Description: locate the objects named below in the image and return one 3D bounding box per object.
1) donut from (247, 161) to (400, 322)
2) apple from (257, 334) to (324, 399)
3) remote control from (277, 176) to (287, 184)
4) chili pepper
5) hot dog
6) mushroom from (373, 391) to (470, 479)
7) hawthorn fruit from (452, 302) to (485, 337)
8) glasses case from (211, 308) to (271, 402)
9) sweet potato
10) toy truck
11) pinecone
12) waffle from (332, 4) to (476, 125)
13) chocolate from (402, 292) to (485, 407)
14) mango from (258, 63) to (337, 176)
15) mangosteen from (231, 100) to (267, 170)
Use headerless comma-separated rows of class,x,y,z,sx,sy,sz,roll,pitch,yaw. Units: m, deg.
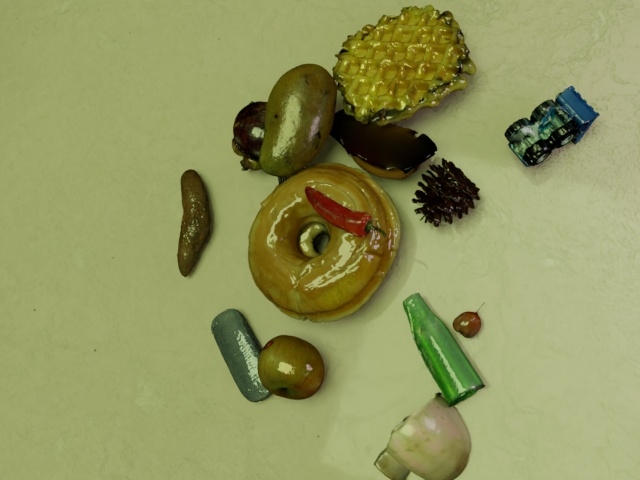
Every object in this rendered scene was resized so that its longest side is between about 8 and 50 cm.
donut,0.000,0.000,1.831,0.449,0.198,0.448,-6,75,22
apple,-0.078,0.336,1.804,0.183,0.182,0.155,-2,49,21
remote control,-0.112,-0.195,1.978,0.034,0.091,0.016,10,49,15
chili pepper,0.054,-0.064,1.683,0.272,0.071,0.063,29,126,28
hot dog,0.175,-0.263,1.871,0.194,0.107,0.326,-37,53,-5
mushroom,0.254,0.515,1.640,0.236,0.162,0.173,-48,65,8
hawthorn fruit,0.382,0.197,1.715,0.067,0.067,0.103,32,79,24
glasses case,-0.220,0.324,1.918,0.109,0.067,0.282,-37,70,14
sweet potato,-0.381,-0.061,2.052,0.114,0.092,0.341,-13,73,44
toy truck,0.580,-0.277,1.701,0.208,0.126,0.113,-35,68,7
pinecone,0.315,-0.112,1.758,0.165,0.163,0.163,-48,66,23
waffle,0.217,-0.487,1.870,0.382,0.095,0.379,-24,57,10
chocolate,0.298,0.268,1.713,0.110,0.110,0.291,-33,66,12
mango,-0.058,-0.326,1.835,0.177,0.175,0.329,2,69,27
mangosteen,-0.173,-0.294,1.985,0.192,0.192,0.217,50,130,22
